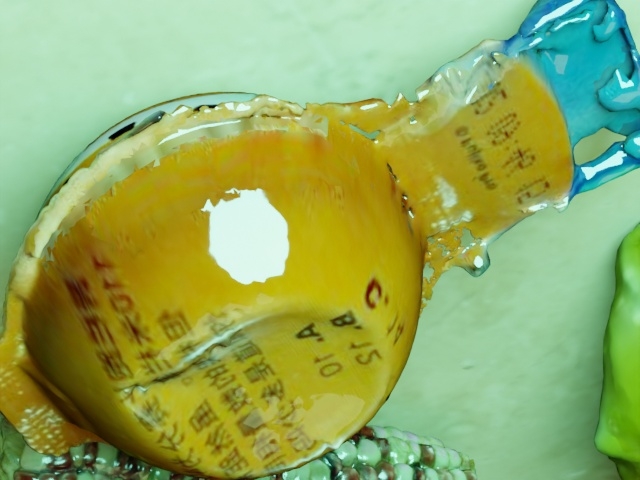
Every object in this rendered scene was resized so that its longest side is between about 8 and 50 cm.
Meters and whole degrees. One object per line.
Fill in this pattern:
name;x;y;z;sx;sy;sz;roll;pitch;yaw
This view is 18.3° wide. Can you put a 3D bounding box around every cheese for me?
cheese;0.000;0.000;0.891;0.329;0.129;0.217;-30;135;3

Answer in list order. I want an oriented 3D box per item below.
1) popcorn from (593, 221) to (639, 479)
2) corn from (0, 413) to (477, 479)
popcorn;0.289;0.154;1.027;0.325;0.290;0.321;-38;137;-14
corn;-0.047;0.131;1.064;0.280;0.092;0.092;4;137;-24
